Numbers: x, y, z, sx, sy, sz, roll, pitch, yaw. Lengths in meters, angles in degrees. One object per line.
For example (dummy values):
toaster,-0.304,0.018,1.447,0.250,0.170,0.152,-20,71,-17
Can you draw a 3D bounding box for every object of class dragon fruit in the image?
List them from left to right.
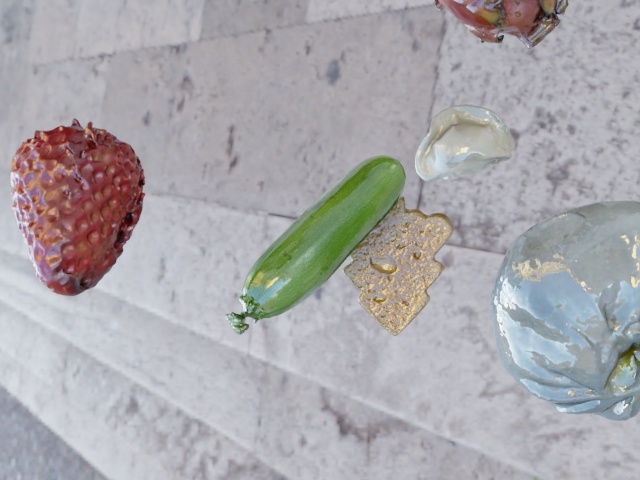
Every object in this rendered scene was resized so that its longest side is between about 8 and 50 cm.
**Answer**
dragon fruit,0.303,-0.487,1.748,0.250,0.315,0.250,-60,12,21

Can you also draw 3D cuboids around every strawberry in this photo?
strawberry,-0.345,-0.035,1.418,0.205,0.205,0.245,-44,36,43

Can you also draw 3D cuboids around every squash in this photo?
squash,0.000,0.000,1.503,0.378,0.101,0.101,-43,26,-21

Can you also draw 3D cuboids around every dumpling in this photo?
dumpling,0.253,-0.184,1.841,0.169,0.100,0.134,-19,82,31

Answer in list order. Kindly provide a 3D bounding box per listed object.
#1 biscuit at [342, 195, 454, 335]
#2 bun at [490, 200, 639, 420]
biscuit,0.124,0.043,1.717,0.041,0.212,0.239,-7,-84,-88
bun,0.406,0.109,1.423,0.354,0.354,0.194,-58,18,31
